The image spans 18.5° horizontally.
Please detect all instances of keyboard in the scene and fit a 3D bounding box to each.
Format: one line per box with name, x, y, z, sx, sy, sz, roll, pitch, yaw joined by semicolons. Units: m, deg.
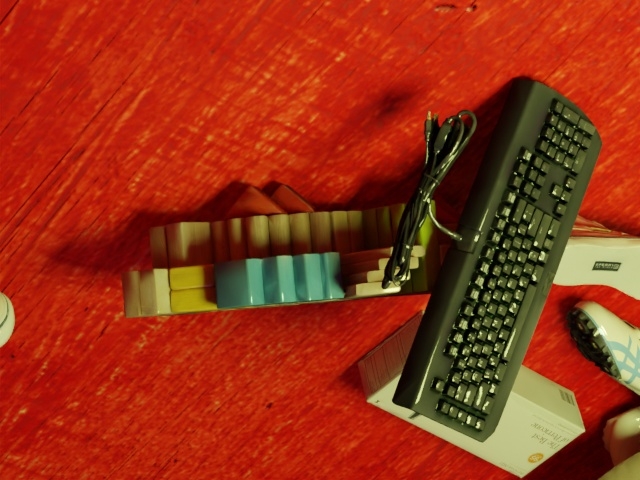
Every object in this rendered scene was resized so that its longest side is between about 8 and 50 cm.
keyboard;0.141;0.006;1.748;0.202;0.033;0.317;26;80;-34

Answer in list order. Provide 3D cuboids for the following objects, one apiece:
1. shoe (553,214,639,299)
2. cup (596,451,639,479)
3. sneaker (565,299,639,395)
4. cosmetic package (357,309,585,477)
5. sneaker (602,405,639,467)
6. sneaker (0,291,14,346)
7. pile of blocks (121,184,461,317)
shoe;0.271;0.006;1.895;0.178;0.081;0.063;6;121;-30
cup;0.437;0.388;2.083;0.331;0.237;0.331;-9;135;-9
sneaker;0.336;0.121;2.038;0.086;0.085;0.237;-49;127;0
cosmetic package;0.159;0.164;2.048;0.239;0.060;0.099;28;125;-35
sneaker;0.373;0.272;2.185;0.090;0.094;0.235;-16;136;7
sneaker;-0.410;0.067;1.794;0.258;0.094;0.091;-4;141;-8
pile of blocks;0.000;0.000;1.790;0.362;0.112;0.149;-5;176;-14
